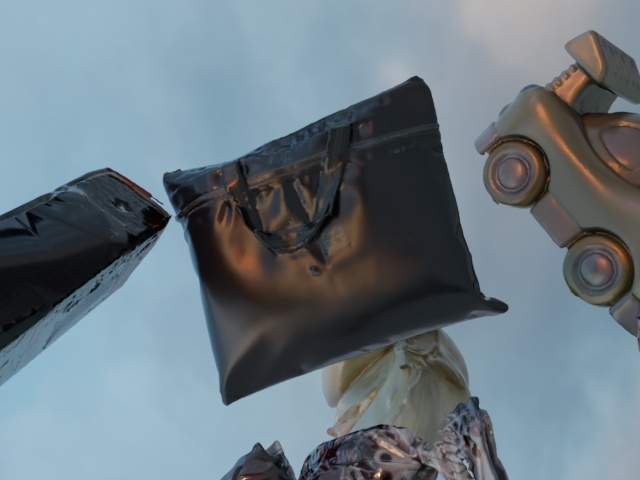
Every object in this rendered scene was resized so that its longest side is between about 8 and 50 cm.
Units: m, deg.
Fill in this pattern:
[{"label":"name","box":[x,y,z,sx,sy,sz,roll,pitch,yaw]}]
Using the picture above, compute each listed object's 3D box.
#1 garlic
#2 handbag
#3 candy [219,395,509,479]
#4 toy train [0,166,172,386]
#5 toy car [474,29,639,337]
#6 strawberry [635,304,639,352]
[{"label":"garlic","box":[0.096,0.197,1.083,0.185,0.281,0.203,27,-70,-27]},{"label":"handbag","box":[0.000,0.000,0.726,0.089,0.254,0.211,9,-118,-72]},{"label":"candy","box":[0.023,0.145,0.506,0.094,0.226,0.051,50,-135,-9]},{"label":"toy train","box":[-0.229,0.049,0.598,0.089,0.086,0.409,-57,-2,25]},{"label":"toy car","box":[0.382,-0.062,1.083,0.226,0.336,0.242,-48,-29,23]},{"label":"strawberry","box":[0.341,0.090,0.744,0.145,0.145,0.086,68,-149,-31]}]
